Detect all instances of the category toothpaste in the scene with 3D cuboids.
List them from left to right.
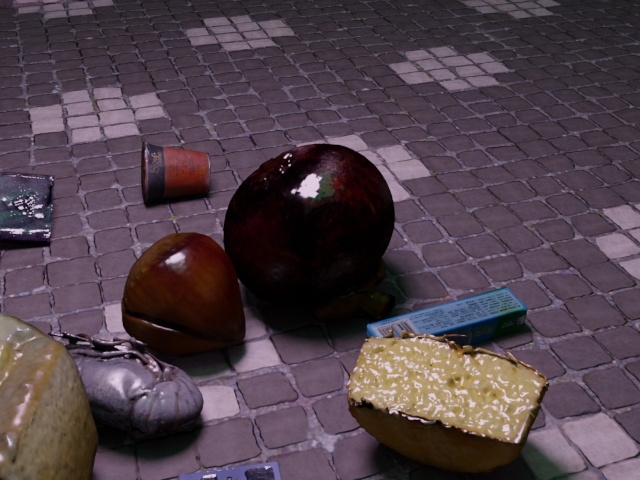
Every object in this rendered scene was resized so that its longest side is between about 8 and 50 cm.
[{"bbox_3d":[0.204,0.141,1.323,0.266,0.050,0.065,-13,34,-20],"label":"toothpaste"}]

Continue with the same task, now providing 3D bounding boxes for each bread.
[{"bbox_3d":[-0.427,0.222,1.019,0.395,0.239,0.264,14,35,16],"label":"bread"},{"bbox_3d":[0.170,0.227,1.111,0.260,0.147,0.160,8,42,19],"label":"bread"}]

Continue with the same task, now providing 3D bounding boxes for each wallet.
[{"bbox_3d":[-0.577,-0.062,1.591,0.111,0.030,0.166,3,53,-16],"label":"wallet"}]

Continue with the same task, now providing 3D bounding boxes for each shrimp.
[{"bbox_3d":[-0.326,0.188,1.187,0.342,0.117,0.145,18,36,14],"label":"shrimp"}]

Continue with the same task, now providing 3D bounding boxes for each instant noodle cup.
[{"bbox_3d":[-0.303,-0.142,1.709,0.135,0.127,0.127,-1,32,-17],"label":"instant noodle cup"}]

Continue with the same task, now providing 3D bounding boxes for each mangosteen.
[{"bbox_3d":[-0.009,-0.017,1.384,0.297,0.293,0.297,-25,45,28],"label":"mangosteen"}]

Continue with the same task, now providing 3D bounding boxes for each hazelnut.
[{"bbox_3d":[-0.204,0.093,1.290,0.208,0.208,0.208,0,33,0],"label":"hazelnut"}]

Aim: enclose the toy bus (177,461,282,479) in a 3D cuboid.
[{"bbox_3d":[-0.128,0.324,1.011,0.167,0.076,0.073,-6,33,-10],"label":"toy bus"}]
